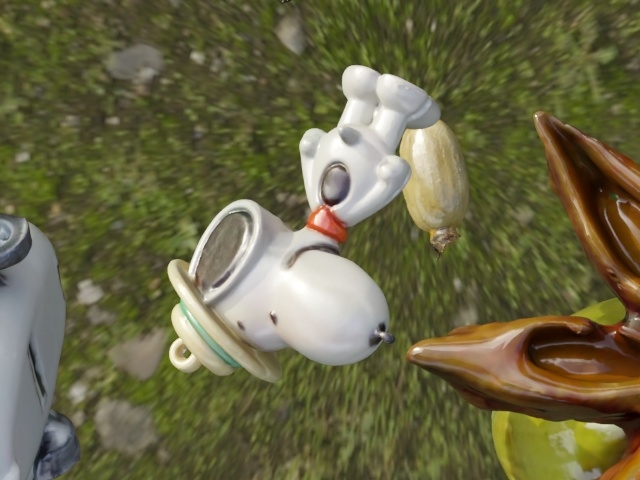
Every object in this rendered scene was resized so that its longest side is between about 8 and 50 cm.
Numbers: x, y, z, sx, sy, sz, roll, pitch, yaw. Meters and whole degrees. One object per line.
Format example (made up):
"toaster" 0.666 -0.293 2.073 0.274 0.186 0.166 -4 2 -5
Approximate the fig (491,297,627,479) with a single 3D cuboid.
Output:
"fig" 0.276 0.167 1.660 0.239 0.271 0.239 -2 94 -41

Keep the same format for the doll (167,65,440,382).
"doll" -0.014 -0.012 1.520 0.208 0.144 0.271 2 72 23

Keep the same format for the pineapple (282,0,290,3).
"pineapple" -0.019 -0.255 1.519 0.137 0.069 0.116 30 121 29

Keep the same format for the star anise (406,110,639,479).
"star anise" 0.135 0.047 0.618 0.196 0.111 0.212 -22 100 -15

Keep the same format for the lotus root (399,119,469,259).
"lotus root" 0.112 -0.058 1.749 0.062 0.073 0.150 -7 83 -23

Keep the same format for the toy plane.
"toy plane" -0.138 0.053 0.661 0.080 0.174 0.174 -1 93 8
